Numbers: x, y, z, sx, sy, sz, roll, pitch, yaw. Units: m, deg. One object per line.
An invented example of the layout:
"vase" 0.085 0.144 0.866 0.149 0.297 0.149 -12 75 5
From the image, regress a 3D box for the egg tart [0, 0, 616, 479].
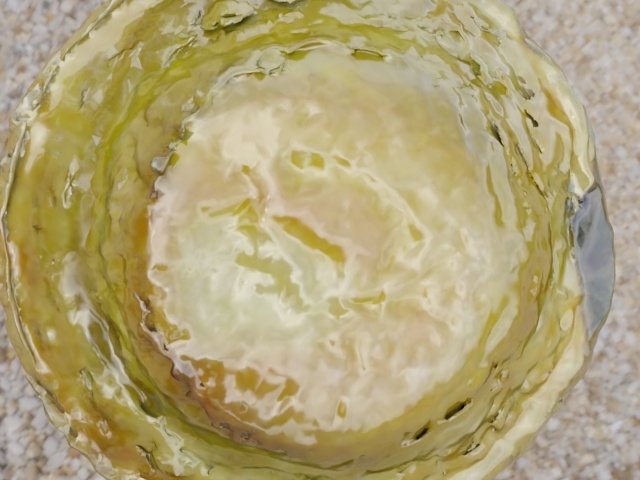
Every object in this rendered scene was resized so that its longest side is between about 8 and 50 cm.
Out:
"egg tart" 0.000 0.000 0.830 0.443 0.178 0.443 -1 94 -9
